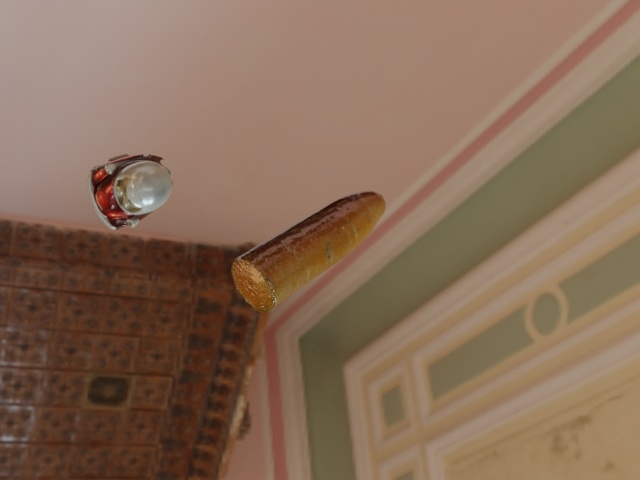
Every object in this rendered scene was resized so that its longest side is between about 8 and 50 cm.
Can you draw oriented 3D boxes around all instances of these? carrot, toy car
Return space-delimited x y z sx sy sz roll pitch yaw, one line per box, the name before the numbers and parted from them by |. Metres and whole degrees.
carrot | 0.000 0.000 0.723 0.048 0.139 0.048 39 -32 30
toy car | -0.285 -0.087 1.528 0.112 0.139 0.112 -3 -67 48
